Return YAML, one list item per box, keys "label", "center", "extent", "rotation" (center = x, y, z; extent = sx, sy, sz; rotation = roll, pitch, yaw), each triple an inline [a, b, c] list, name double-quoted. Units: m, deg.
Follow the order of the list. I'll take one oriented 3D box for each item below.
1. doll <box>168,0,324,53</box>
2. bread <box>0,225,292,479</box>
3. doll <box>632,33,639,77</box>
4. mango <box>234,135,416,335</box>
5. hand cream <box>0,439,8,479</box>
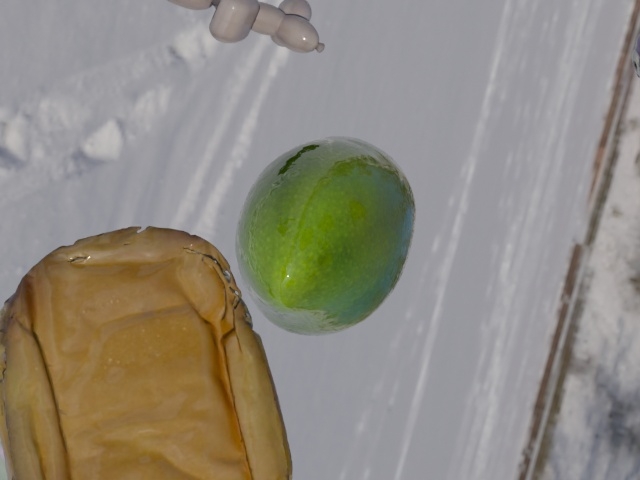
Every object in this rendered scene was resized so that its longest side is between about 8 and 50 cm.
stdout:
- label: "doll"
  center: [-0.074, -0.247, 1.298]
  extent: [0.160, 0.161, 0.059]
  rotation: [-4, 126, -50]
- label: "bread"
  center: [-0.086, 0.094, 0.584]
  extent: [0.114, 0.132, 0.191]
  rotation: [115, -36, -72]
- label: "doll"
  center: [0.349, -0.133, 1.148]
  extent: [0.206, 0.067, 0.110]
  rotation: [54, 0, -31]
- label: "mango"
  center: [0.000, 0.000, 1.116]
  extent: [0.343, 0.156, 0.192]
  rotation: [-26, 130, -76]
- label: "hand cream"
  center: [-0.240, 0.206, 1.033]
  extent: [0.078, 0.205, 0.050]
  rotation: [-43, -147, 26]
